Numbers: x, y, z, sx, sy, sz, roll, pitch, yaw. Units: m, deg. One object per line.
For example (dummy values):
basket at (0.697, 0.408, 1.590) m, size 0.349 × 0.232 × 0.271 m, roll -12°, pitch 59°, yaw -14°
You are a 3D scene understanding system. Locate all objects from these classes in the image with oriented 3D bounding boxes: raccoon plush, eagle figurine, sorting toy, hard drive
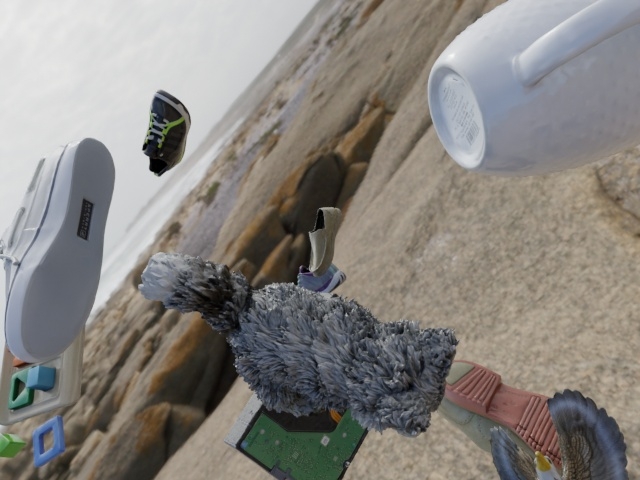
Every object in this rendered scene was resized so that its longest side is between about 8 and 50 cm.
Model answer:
raccoon plush at (-0.025, 0.160, 0.896) m, size 0.299 × 0.446 × 0.216 m, roll -5°, pitch 71°, yaw 58°
eagle figurine at (0.416, 0.428, 1.079) m, size 0.298 × 0.226 × 0.225 m, roll -60°, pitch -26°, yaw -65°
sorting toy at (-0.489, 0.206, 1.066) m, size 0.195 × 0.047 × 0.348 m, roll -20°, pitch 60°, yaw 25°
hard drive at (0.002, 0.302, 1.197) m, size 0.064 × 0.237 × 0.339 m, roll -7°, pitch 45°, yaw 58°

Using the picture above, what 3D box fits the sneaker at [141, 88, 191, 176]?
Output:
sneaker at (-0.338, -0.217, 1.344) m, size 0.097 × 0.084 × 0.235 m, roll -58°, pitch -9°, yaw -32°

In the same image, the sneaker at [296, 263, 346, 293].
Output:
sneaker at (-0.037, 0.120, 1.559) m, size 0.223 × 0.098 × 0.083 m, roll -41°, pitch -5°, yaw 26°

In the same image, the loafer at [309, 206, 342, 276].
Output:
loafer at (0.000, 0.000, 1.251) m, size 0.056 × 0.050 × 0.148 m, roll -11°, pitch 62°, yaw 58°

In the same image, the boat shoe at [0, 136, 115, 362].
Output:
boat shoe at (-0.437, 0.009, 0.960) m, size 0.156 × 0.136 × 0.368 m, roll -8°, pitch 64°, yaw 22°

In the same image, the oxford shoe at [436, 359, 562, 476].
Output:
oxford shoe at (0.426, 0.406, 1.327) m, size 0.140 × 0.396 × 0.147 m, roll -33°, pitch -38°, yaw -39°

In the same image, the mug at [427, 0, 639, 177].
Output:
mug at (0.348, -0.245, 0.881) m, size 0.327 × 0.276 × 0.374 m, roll -22°, pitch -6°, yaw -10°
